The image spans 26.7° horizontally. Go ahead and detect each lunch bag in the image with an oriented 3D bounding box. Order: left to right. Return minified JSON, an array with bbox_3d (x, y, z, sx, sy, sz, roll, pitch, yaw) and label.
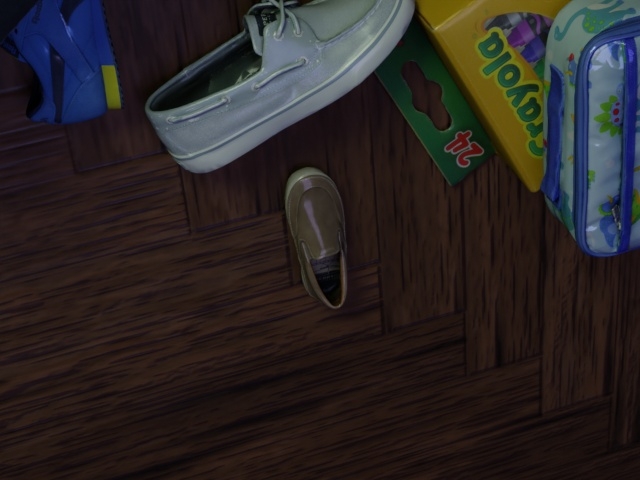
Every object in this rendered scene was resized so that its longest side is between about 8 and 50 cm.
[{"bbox_3d":[0.266,-0.098,1.085,0.176,0.090,0.219,-13,125,-11],"label":"lunch bag"}]

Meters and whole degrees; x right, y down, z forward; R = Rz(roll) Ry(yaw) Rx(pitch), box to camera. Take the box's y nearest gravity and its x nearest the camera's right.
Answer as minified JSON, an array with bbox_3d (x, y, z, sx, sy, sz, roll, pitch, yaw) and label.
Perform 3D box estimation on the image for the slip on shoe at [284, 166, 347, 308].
[{"bbox_3d":[0.000,0.000,1.169,0.051,0.041,0.135,-14,126,-14],"label":"slip on shoe"}]

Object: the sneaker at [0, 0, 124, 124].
[{"bbox_3d":[-0.196,-0.175,0.958,0.082,0.069,0.209,-12,125,-10],"label":"sneaker"}]

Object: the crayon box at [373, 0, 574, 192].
[{"bbox_3d":[0.208,-0.181,1.112,0.318,0.081,0.202,-36,128,4],"label":"crayon box"}]

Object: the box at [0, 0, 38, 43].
[{"bbox_3d":[-0.291,-0.254,0.674,0.293,0.212,0.395,-46,157,10],"label":"box"}]

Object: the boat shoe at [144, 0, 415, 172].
[{"bbox_3d":[-0.034,-0.141,1.039,0.227,0.079,0.081,-34,132,6],"label":"boat shoe"}]
